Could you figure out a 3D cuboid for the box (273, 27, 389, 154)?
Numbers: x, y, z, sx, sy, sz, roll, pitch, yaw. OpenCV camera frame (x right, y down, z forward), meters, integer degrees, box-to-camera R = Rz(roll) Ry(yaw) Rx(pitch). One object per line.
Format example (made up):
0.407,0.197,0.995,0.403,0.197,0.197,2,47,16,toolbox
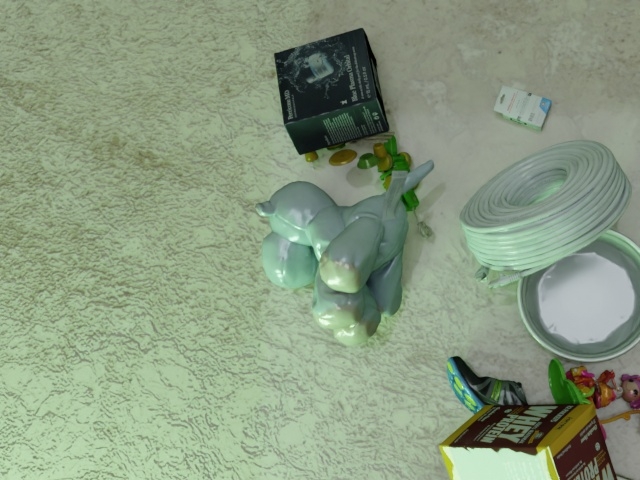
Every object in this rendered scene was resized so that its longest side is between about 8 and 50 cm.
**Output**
0.017,-0.244,1.779,0.158,0.093,0.156,-15,58,10,box

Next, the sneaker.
0.276,0.245,1.706,0.188,0.067,0.078,37,70,16,sneaker

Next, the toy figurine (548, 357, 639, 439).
0.447,0.248,1.652,0.159,0.130,0.173,-6,49,-7,toy figurine

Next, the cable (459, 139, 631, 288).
0.333,-0.055,1.635,0.257,0.257,0.089,-24,112,18,cable

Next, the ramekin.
0.409,0.085,1.668,0.207,0.109,0.207,-1,83,12,ramekin

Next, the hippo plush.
0.000,0.000,1.698,0.236,0.234,0.294,19,110,25,hippo plush

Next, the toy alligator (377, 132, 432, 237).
0.129,-0.084,1.781,0.051,0.056,0.189,-32,73,47,toy alligator

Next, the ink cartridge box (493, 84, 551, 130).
0.328,-0.216,1.766,0.083,0.028,0.048,22,87,13,ink cartridge box

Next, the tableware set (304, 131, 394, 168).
0.042,-0.144,1.776,0.154,0.024,0.104,5,38,34,tableware set

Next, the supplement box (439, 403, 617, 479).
0.309,0.349,1.571,0.194,0.129,0.191,-10,104,46,supplement box

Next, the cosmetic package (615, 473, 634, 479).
0.422,0.378,1.661,0.115,0.041,0.060,19,87,14,cosmetic package
